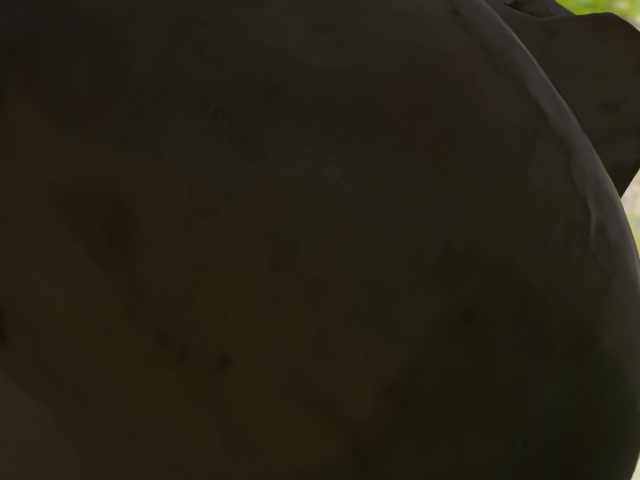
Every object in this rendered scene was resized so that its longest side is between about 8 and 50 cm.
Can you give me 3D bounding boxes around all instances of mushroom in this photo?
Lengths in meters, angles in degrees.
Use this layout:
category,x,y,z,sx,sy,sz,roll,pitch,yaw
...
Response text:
category,x,y,z,sx,sy,sz,roll,pitch,yaw
mushroom,0.000,0.000,0.434,0.204,0.204,0.204,10,164,3
